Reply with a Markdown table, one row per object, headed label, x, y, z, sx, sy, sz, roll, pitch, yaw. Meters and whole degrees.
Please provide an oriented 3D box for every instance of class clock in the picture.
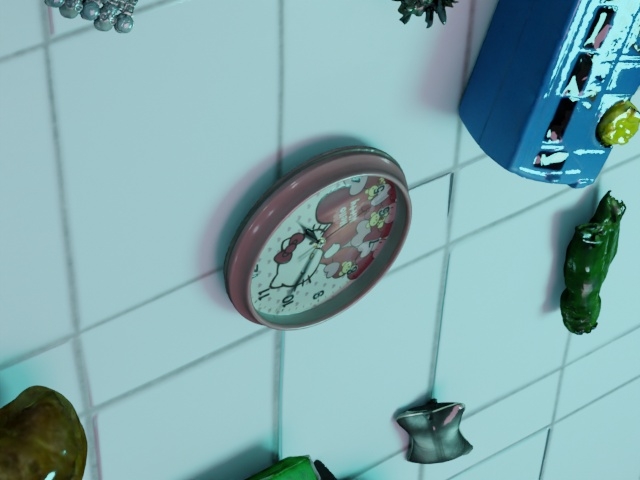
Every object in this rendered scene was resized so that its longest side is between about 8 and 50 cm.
| label | x | y | z | sx | sy | sz | roll | pitch | yaw |
| --- | --- | --- | --- | --- | --- | --- | --- | --- | --- |
| clock | -0.001 | -0.001 | 1.775 | 0.244 | 0.056 | 0.244 | -27 | 143 | -23 |

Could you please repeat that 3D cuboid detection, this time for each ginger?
| label | x | y | z | sx | sy | sz | roll | pitch | yaw |
| --- | --- | --- | --- | --- | --- | --- | --- | --- | --- |
| ginger | -0.380 | 0.261 | 1.585 | 0.321 | 0.165 | 0.172 | -17 | 113 | -27 |

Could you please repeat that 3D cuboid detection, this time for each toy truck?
| label | x | y | z | sx | sy | sz | roll | pitch | yaw |
| --- | --- | --- | --- | --- | --- | --- | --- | --- | --- |
| toy truck | 0.286 | -0.244 | 1.735 | 0.162 | 0.161 | 0.385 | -1 | 127 | -28 |

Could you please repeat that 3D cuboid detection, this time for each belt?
| label | x | y | z | sx | sy | sz | roll | pitch | yaw |
| --- | --- | --- | --- | --- | --- | --- | --- | --- | --- |
| belt | -0.236 | -0.231 | 1.299 | 0.179 | 0.100 | 0.065 | 12 | 113 | -45 |

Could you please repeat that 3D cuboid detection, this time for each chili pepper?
| label | x | y | z | sx | sy | sz | roll | pitch | yaw |
| --- | --- | --- | --- | --- | --- | --- | --- | --- | --- |
| chili pepper | 0.361 | 0.027 | 2.138 | 0.098 | 0.061 | 0.224 | -36 | 142 | -33 |

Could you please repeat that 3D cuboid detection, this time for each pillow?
| label | x | y | z | sx | sy | sz | roll | pitch | yaw |
| --- | --- | --- | --- | --- | --- | --- | --- | --- | --- |
| pillow | 0.158 | 0.265 | 2.181 | 0.091 | 0.055 | 0.135 | -30 | 140 | -14 |

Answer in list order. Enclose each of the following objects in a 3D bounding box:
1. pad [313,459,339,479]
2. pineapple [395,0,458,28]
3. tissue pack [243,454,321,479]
| label | x | y | z | sx | sy | sz | roll | pitch | yaw |
| --- | --- | --- | --- | --- | --- | --- | --- | --- | --- |
| pad | -0.025 | 0.394 | 2.084 | 0.193 | 0.116 | 0.004 | -53 | 150 | 12 |
| pineapple | 0.161 | -0.303 | 1.603 | 0.221 | 0.103 | 0.083 | -39 | 109 | -5 |
| tissue pack | -0.095 | 0.380 | 1.994 | 0.209 | 0.148 | 0.156 | -26 | 180 | -24 |
